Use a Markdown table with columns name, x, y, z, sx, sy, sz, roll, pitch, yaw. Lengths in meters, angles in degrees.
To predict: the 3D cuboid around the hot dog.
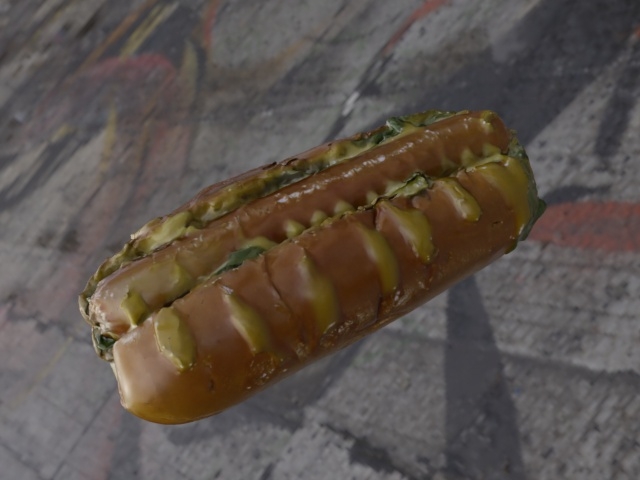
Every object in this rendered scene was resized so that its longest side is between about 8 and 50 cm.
| name | x | y | z | sx | sy | sz | roll | pitch | yaw |
| --- | --- | --- | --- | --- | --- | --- | --- | --- | --- |
| hot dog | 0.000 | 0.000 | 0.636 | 0.269 | 0.072 | 0.115 | -29 | 47 | -25 |
